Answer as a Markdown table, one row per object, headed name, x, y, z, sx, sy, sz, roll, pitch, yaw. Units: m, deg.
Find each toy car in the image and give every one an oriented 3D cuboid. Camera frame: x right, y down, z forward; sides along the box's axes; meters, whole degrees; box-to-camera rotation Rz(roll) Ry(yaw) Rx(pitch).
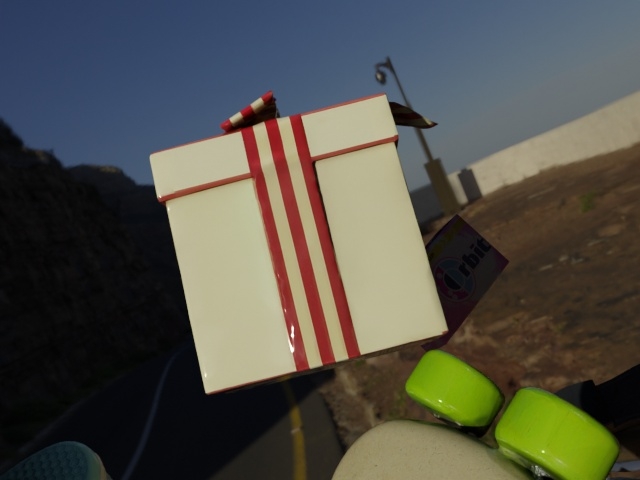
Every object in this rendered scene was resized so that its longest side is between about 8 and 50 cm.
| name | x | y | z | sx | sy | sz | roll | pitch | yaw |
| --- | --- | --- | --- | --- | --- | --- | --- | --- | --- |
| toy car | 0.103 | 0.178 | 0.374 | 0.155 | 0.188 | 0.149 | -55 | 24 | -11 |

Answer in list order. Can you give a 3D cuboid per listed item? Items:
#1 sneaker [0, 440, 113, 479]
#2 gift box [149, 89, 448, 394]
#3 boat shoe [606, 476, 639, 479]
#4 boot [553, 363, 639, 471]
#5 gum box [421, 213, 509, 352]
| name | x | y | z | sx | sy | sz | roll | pitch | yaw |
| --- | --- | --- | --- | --- | --- | --- | --- | --- | --- |
| sneaker | -0.368 | 0.381 | 0.848 | 0.318 | 0.127 | 0.208 | -25 | -41 | -4 |
| gift box | 0.000 | 0.000 | 0.736 | 0.276 | 0.258 | 0.255 | -15 | -11 | -4 |
| boat shoe | 0.291 | 0.212 | 0.498 | 0.226 | 0.083 | 0.076 | 20 | 8 | 8 |
| boot | 0.365 | 0.196 | 0.791 | 0.219 | 0.106 | 0.082 | -12 | 43 | 13 |
| gum box | 0.178 | 0.065 | 1.049 | 0.188 | 0.107 | 0.062 | -46 | -3 | -28 |
